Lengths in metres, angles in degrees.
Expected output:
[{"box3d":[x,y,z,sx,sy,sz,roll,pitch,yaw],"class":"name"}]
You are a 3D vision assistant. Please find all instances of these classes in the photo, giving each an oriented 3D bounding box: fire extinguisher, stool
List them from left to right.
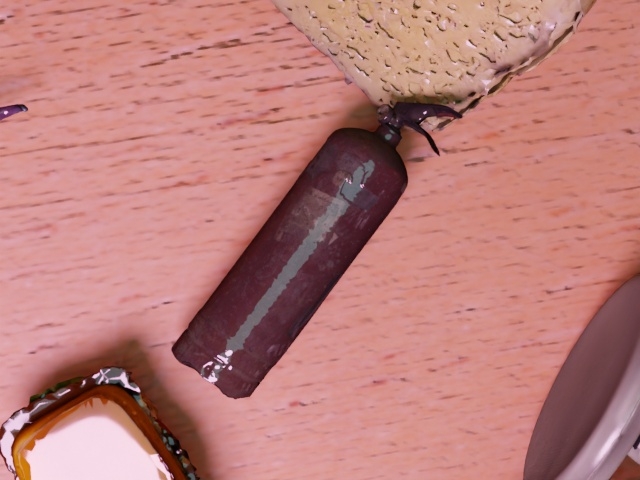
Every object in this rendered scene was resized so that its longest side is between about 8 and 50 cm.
[{"box3d":[0.000,0.000,0.930,0.072,0.089,0.268,34,94,-39],"class":"fire extinguisher"},{"box3d":[0.275,0.149,0.914,0.198,0.195,0.195,28,56,-3],"class":"stool"}]

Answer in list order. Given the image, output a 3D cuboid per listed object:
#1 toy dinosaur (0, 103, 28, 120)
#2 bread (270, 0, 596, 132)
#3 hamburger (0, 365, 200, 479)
[{"box3d":[-0.305,-0.072,0.904,0.197,0.080,0.045,-12,93,-4],"class":"toy dinosaur"},{"box3d":[0.109,-0.279,0.934,0.248,0.279,0.315,43,48,-8],"class":"bread"},{"box3d":[-0.163,0.181,0.937,0.137,0.087,0.166,-26,96,-2],"class":"hamburger"}]
